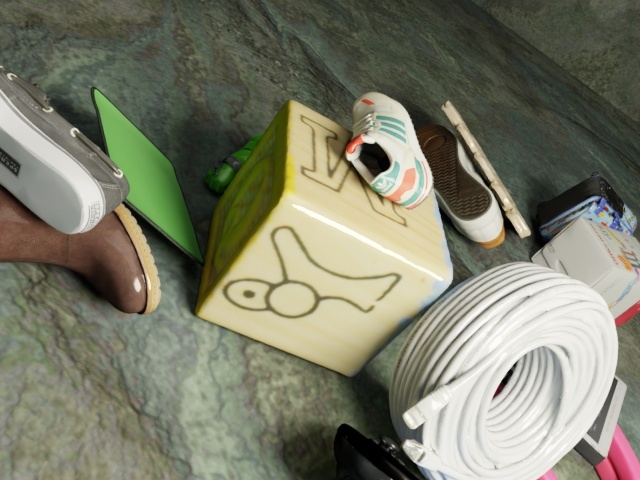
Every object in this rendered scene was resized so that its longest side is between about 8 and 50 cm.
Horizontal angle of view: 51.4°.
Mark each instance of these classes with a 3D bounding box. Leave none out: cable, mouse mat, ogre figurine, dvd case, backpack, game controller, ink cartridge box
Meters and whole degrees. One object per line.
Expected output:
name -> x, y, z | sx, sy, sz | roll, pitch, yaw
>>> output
cable -> 0.194, 0.149, 0.694 | 0.257, 0.257, 0.089 | 51, -10, -36
mouse mat -> -0.186, -0.069, 0.715 | 0.152, 0.007, 0.189 | 50, 9, -49
ogre figurine -> -0.041, -0.081, 0.875 | 0.197, 0.096, 0.118 | 5, 48, 7
dvd case -> 0.291, 0.157, 0.879 | 0.239, 0.029, 0.179 | 43, 35, 11
backpack -> 0.536, -0.022, 1.316 | 0.173, 0.158, 0.116 | 40, 40, -21
game controller -> 0.142, 0.274, 0.590 | 0.319, 0.067, 0.166 | 39, -2, 2
ink cartridge box -> 0.503, 0.058, 1.201 | 0.176, 0.127, 0.128 | 14, 41, -32

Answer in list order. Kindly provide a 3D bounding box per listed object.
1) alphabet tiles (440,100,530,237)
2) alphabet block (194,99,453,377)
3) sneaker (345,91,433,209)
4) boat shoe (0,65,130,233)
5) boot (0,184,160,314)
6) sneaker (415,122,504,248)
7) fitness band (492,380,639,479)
alphabet tiles -> 0.311, -0.131, 1.245 | 0.284, 0.021, 0.278 | 60, 17, 5
alphabet block -> 0.000, 0.000, 0.728 | 0.197, 0.192, 0.193 | 26, 33, -21
sneaker -> 0.057, -0.105, 0.682 | 0.075, 0.057, 0.161 | 17, 42, -40
boat shoe -> -0.254, -0.101, 0.561 | 0.229, 0.080, 0.076 | 39, 36, 5
boot -> -0.282, 0.002, 0.573 | 0.248, 0.090, 0.207 | 49, 46, 12
sneaker -> 0.234, -0.091, 1.172 | 0.123, 0.106, 0.290 | 49, 16, -42
fitness band -> 0.308, 0.250, 0.852 | 0.209, 0.054, 0.290 | 14, 40, -33
